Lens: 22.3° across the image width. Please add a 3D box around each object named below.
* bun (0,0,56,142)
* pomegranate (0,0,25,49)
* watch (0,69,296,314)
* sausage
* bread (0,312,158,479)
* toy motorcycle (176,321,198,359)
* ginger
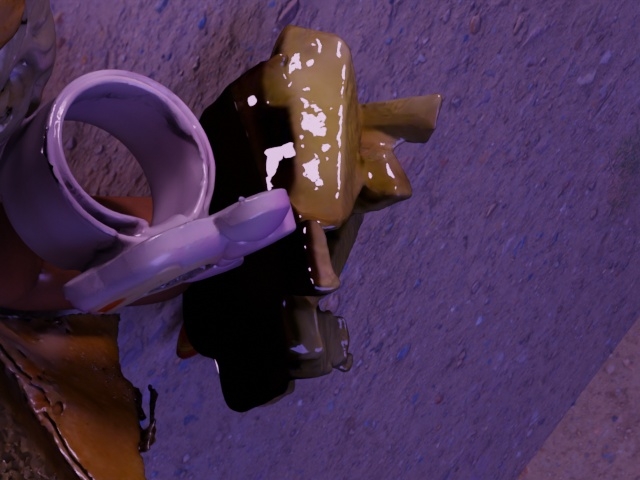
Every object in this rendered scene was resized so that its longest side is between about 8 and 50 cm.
[{"bbox_3d":[-0.321,-0.166,1.453,0.237,0.116,0.210,-3,120,-57],"label":"bun"},{"bbox_3d":[-0.346,-0.219,1.253,0.248,0.248,0.248,-36,143,-33],"label":"pomegranate"},{"bbox_3d":[-0.174,-0.058,1.582,0.248,0.218,0.211,-22,176,-42],"label":"watch"},{"bbox_3d":[-0.235,0.012,1.736,0.304,0.121,0.121,-1,118,-57],"label":"sausage"},{"bbox_3d":[-0.254,0.236,1.689,0.248,0.315,0.279,-48,165,23],"label":"bread"},{"bbox_3d":[-0.062,0.034,2.037,0.298,0.089,0.171,-59,149,3],"label":"toy motorcycle"},{"bbox_3d":[0.000,0.000,1.809,0.211,0.358,0.413,-3,129,-24],"label":"ginger"}]
